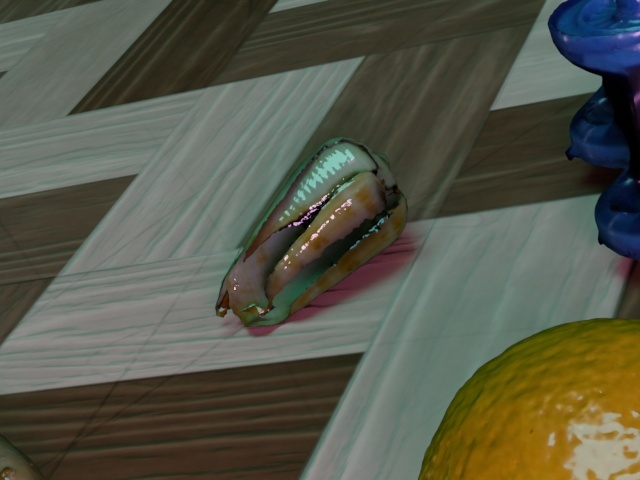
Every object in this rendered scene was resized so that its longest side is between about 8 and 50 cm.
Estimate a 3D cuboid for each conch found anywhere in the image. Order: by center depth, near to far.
[{"bbox_3d":[0.000,0.000,1.226,0.170,0.079,0.105,-50,28,-18],"label":"conch"}]

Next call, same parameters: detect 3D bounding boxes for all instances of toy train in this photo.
[{"bbox_3d":[0.279,-0.121,1.111,0.265,0.188,0.300,-14,25,7],"label":"toy train"}]

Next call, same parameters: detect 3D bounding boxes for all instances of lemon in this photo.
[{"bbox_3d":[0.133,0.127,0.725,0.187,0.187,0.244,-31,29,-19],"label":"lemon"}]

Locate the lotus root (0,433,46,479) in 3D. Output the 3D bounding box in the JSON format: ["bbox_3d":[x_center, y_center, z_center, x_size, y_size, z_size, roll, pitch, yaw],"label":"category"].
[{"bbox_3d":[-0.223,0.158,1.077,0.090,0.077,0.183,-28,27,-28],"label":"lotus root"}]
